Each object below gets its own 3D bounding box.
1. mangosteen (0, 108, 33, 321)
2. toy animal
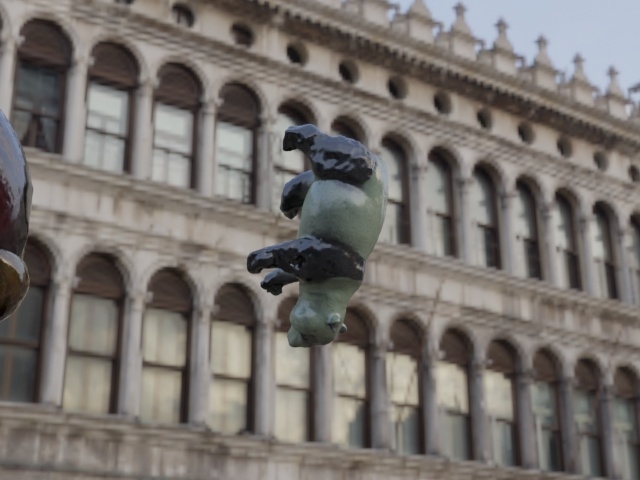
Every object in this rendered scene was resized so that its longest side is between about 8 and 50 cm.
[{"bbox_3d":[-0.200,-0.010,0.504,0.152,0.152,0.152,0,-22,0],"label":"mangosteen"},{"bbox_3d":[0.000,0.000,1.131,0.121,0.225,0.094,12,-13,14],"label":"toy animal"}]
